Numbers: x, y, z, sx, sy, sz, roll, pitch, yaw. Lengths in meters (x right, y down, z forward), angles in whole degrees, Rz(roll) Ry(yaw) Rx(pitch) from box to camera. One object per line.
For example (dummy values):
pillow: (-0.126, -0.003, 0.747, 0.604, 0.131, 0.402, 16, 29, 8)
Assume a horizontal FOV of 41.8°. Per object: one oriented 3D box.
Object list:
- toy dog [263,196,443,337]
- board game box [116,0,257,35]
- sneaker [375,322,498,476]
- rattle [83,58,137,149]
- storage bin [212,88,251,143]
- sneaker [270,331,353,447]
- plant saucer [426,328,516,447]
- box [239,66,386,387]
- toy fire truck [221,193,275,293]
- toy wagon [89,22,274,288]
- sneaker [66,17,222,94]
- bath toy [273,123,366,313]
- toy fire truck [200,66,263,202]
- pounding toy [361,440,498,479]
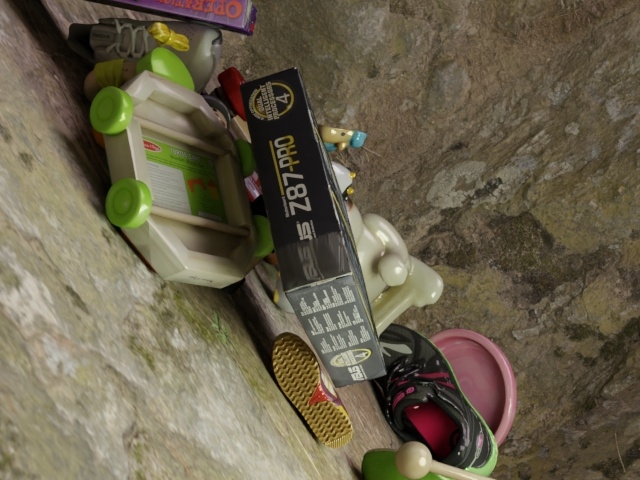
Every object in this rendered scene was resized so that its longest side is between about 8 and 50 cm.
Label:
toy dog: (0.037, 0.014, 1.796, 0.395, 0.284, 0.408, 60, 8, 34)
board game box: (-0.268, -0.354, 1.201, 0.346, 0.056, 0.208, 11, 6, -3)
sneaker: (0.232, 0.358, 1.989, 0.202, 0.185, 0.483, 29, 14, -50)
rattle: (-0.266, -0.159, 1.192, 0.200, 0.130, 0.143, 125, -51, -66)
storage bin: (-0.133, -0.214, 1.895, 0.260, 0.123, 0.262, 57, 31, 2)
sneaker: (-0.018, 0.217, 1.233, 0.186, 0.069, 0.084, 62, -4, -3)
plant saucer: (0.349, 0.388, 2.081, 0.084, 0.332, 0.332, 15, 35, -44)
box: (0.000, 0.000, 1.196, 0.395, 0.097, 0.318, 68, 6, -62)
toy fire truck: (-0.165, -0.076, 1.265, 0.246, 0.158, 0.217, 44, 8, -12)
toy wagon: (-0.177, -0.111, 1.064, 0.267, 0.068, 0.345, 16, 54, -57)
sneaker: (-0.262, -0.274, 1.229, 0.297, 0.111, 0.129, 6, -9, 41)
bath toy: (-0.001, -0.033, 1.537, 0.151, 0.129, 0.348, -103, -158, -89)
toy fire truck: (-0.166, -0.156, 1.478, 0.302, 0.169, 0.254, 58, 6, -25)
pounding toy: (0.144, 0.399, 1.261, 0.182, 0.110, 0.237, 27, -31, -5)
